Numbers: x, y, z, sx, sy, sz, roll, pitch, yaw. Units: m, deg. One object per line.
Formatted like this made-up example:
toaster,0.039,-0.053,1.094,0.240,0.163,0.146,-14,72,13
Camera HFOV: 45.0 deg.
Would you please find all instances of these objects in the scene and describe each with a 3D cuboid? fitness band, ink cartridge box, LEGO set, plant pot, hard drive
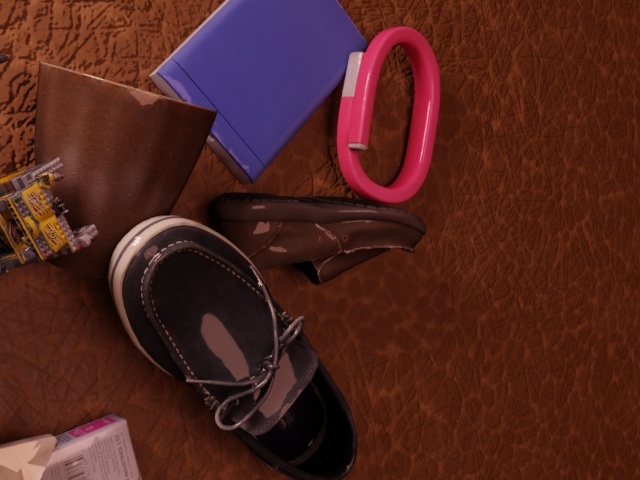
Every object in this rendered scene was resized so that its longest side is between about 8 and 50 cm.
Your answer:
fitness band,0.120,-0.205,1.274,0.209,0.054,0.291,13,86,-46
ink cartridge box,-0.365,0.356,0.942,0.311,0.065,0.186,-18,100,-37
LEGO set,-0.379,-0.055,0.776,0.255,0.192,0.332,-40,114,-61
plant pot,-0.259,-0.077,0.951,0.215,0.215,0.231,10,99,-35
hard drive,-0.078,-0.271,1.165,0.210,0.040,0.319,49,63,-25

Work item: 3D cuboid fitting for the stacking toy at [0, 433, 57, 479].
stacking toy,-0.416,0.313,0.792,0.279,0.130,0.309,17,80,-31

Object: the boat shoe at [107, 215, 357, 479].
boat shoe,-0.089,0.162,1.020,0.187,0.156,0.500,-46,129,-20

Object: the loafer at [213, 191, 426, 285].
loafer,0.000,0.000,1.181,0.365,0.133,0.130,2,99,-31
